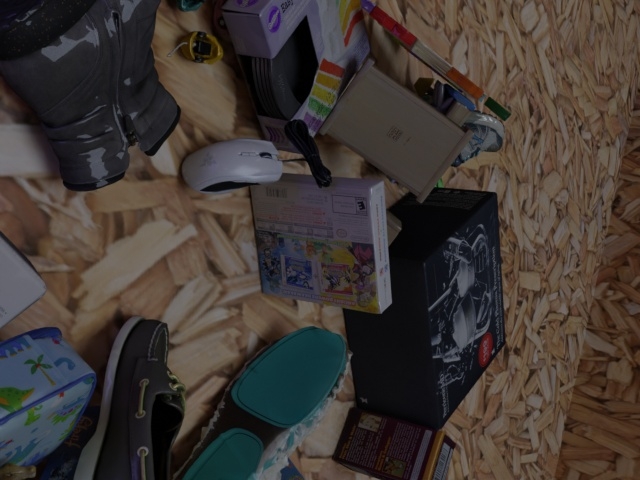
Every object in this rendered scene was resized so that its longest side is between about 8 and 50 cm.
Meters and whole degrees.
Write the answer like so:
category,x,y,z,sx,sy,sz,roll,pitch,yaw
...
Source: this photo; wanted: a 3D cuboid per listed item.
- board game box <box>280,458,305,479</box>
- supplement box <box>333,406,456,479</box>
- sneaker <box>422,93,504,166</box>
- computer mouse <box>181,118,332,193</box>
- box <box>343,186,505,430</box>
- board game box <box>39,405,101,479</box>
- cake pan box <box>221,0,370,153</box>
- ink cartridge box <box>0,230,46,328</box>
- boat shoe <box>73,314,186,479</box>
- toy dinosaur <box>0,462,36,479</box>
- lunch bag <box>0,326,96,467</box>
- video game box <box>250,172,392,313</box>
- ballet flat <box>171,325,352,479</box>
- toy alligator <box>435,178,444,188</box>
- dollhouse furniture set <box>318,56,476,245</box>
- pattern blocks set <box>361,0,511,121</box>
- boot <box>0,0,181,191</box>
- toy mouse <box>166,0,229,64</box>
category,x,y,z,sx,sy,sz,roll,pitch,yaw
board game box,-0.027,0.466,1.264,0.039,0.160,0.211,-16,112,-21
supplement box,0.133,0.380,1.455,0.081,0.188,0.104,48,57,-51
sneaker,0.271,-0.202,1.624,0.283,0.110,0.122,12,83,-47
computer mouse,-0.085,-0.104,1.061,0.193,0.042,0.106,-12,70,-22
box,0.201,0.115,1.514,0.312,0.179,0.343,-37,126,-46
board game box,-0.259,0.314,0.853,0.243,0.042,0.165,-95,180,-66
cake pan box,-0.026,-0.294,1.153,0.267,0.070,0.245,-58,147,-33
ink cartridge box,-0.418,0.024,0.655,0.261,0.066,0.296,-41,134,-12
boat shoe,-0.195,0.200,0.898,0.305,0.091,0.109,-90,175,-53
toy dinosaur,-0.336,0.265,0.722,0.183,0.053,0.092,-44,156,-28
lunch bag,-0.328,0.182,0.748,0.219,0.090,0.176,-26,155,-50
video game box,0.000,0.000,1.158,0.048,0.205,0.187,-29,121,-53
ballet flat,-0.102,0.289,1.164,0.409,0.147,0.147,-47,134,-37
toy alligator,0.233,-0.085,1.640,0.051,0.056,0.189,-25,102,-15
dollhouse furniture set,0.101,-0.170,1.387,0.286,0.198,0.303,-54,-175,17
pattern blocks set,0.185,-0.305,1.356,0.325,0.285,0.026,32,106,-22
boot,-0.208,-0.230,0.899,0.338,0.118,0.222,-48,138,-26
toy mouse,-0.146,-0.297,1.031,0.161,0.031,0.143,-7,102,-56
